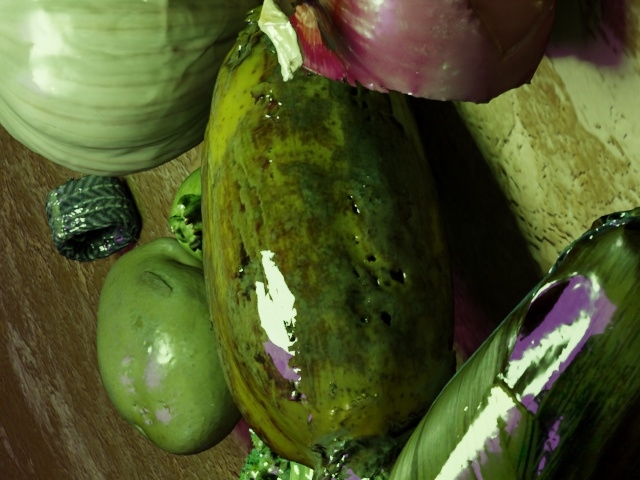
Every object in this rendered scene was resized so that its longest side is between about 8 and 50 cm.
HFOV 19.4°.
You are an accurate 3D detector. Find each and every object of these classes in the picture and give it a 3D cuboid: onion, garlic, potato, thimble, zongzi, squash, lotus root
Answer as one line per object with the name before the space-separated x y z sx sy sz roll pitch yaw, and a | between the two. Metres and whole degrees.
onion | 0.059 -0.188 1.179 0.207 0.200 0.200 -70 -33 -77
garlic | -0.173 -0.204 1.559 0.317 0.259 0.317 -172 90 -77
potato | -0.143 0.102 1.840 0.178 0.160 0.235 -54 46 38
thimble | -0.247 -0.025 2.038 0.104 0.095 0.066 38 -149 -65
zongzi | 0.114 0.140 1.133 0.138 0.300 0.286 41 147 9
squash | -0.073 -0.023 1.557 0.341 0.094 0.094 22 -133 -85
lotus root | 0.000 0.000 1.348 0.196 0.179 0.397 74 -175 -64

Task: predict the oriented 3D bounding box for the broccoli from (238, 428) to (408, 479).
broccoli | 0.024 0.238 1.445 0.254 0.269 0.269 34 143 17
